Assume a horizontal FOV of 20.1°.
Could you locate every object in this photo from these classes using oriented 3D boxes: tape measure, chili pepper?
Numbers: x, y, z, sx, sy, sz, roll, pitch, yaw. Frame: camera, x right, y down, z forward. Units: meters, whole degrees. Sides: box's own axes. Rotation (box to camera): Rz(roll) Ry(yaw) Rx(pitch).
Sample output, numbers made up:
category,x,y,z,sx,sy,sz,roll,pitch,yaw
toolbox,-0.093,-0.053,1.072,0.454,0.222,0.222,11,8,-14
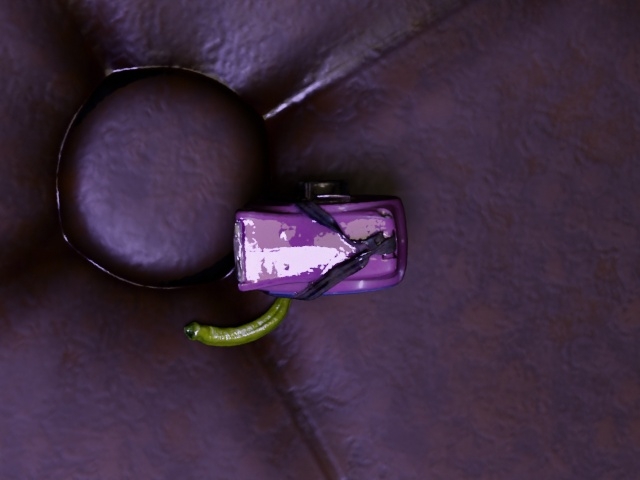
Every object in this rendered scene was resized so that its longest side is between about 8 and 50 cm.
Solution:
category,x,y,z,sx,sy,sz,roll,pitch,yaw
tape measure,0.000,0.000,1.200,0.118,0.125,0.074,-3,97,-4
chili pepper,-0.054,0.056,1.242,0.083,0.017,0.030,-14,97,-18
